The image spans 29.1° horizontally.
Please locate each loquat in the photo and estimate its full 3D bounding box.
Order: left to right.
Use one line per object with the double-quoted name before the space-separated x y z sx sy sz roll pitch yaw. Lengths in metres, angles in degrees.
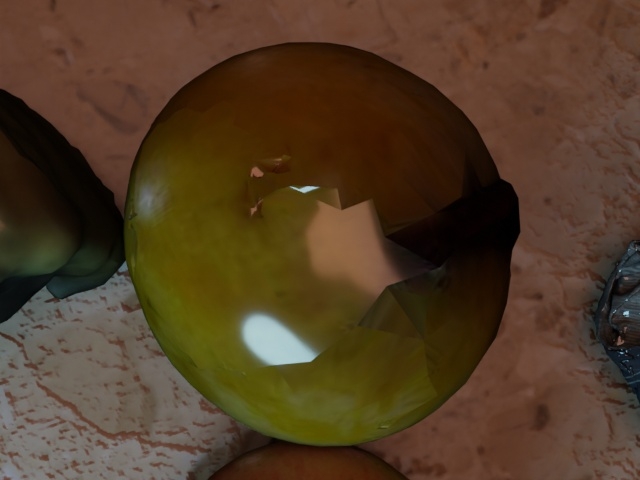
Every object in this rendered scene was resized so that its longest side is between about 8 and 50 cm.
"loquat" 0.000 0.000 0.714 0.235 0.235 0.235 0 88 -5

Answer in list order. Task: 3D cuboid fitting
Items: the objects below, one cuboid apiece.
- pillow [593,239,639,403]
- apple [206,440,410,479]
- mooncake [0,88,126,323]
"pillow" 0.343 0.090 0.808 0.335 0.092 0.161 13 78 -3
"apple" -0.007 0.222 0.736 0.209 0.164 0.209 0 90 -6
"mooncake" -0.313 0.069 0.682 0.393 0.246 0.394 1 84 1
